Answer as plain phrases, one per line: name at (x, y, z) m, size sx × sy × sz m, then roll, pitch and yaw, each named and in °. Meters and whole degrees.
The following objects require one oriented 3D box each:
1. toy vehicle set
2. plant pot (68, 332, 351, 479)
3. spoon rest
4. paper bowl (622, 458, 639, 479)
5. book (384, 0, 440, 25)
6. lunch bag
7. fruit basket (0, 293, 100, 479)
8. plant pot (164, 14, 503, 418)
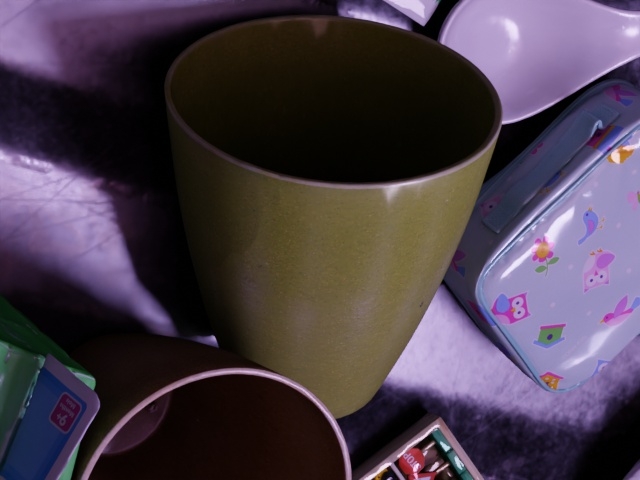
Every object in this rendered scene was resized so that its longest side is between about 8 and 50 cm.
toy vehicle set at (0.122, 0.325, 1.711) m, size 0.166 × 0.035 × 0.267 m, roll -38°, pitch 102°, yaw -11°
plant pot at (-0.134, 0.174, 1.449) m, size 0.237 × 0.254 × 0.237 m, roll -9°, pitch 111°, yaw -23°
spoon rest at (0.230, -0.191, 1.611) m, size 0.276 × 0.084 × 0.137 m, roll -17°, pitch 113°, yaw -22°
paper bowl at (0.439, 0.328, 1.807) m, size 0.148 × 0.284 × 0.284 m, roll -13°, pitch 122°, yaw -71°
book at (0.060, -0.266, 1.532) m, size 0.144 × 0.035 × 0.096 m, roll 27°, pitch 98°, yaw -33°
lunch bag at (0.256, -0.012, 1.657) m, size 0.279 × 0.108 × 0.224 m, roll -44°, pitch 126°, yaw -4°
fruit basket at (-0.340, 0.195, 1.312) m, size 0.165 × 0.327 × 0.353 m, roll 36°, pitch 88°, yaw -42°
plant pot at (0.000, 0.000, 1.479) m, size 0.274 × 0.275 × 0.294 m, roll -12°, pitch 128°, yaw -23°
